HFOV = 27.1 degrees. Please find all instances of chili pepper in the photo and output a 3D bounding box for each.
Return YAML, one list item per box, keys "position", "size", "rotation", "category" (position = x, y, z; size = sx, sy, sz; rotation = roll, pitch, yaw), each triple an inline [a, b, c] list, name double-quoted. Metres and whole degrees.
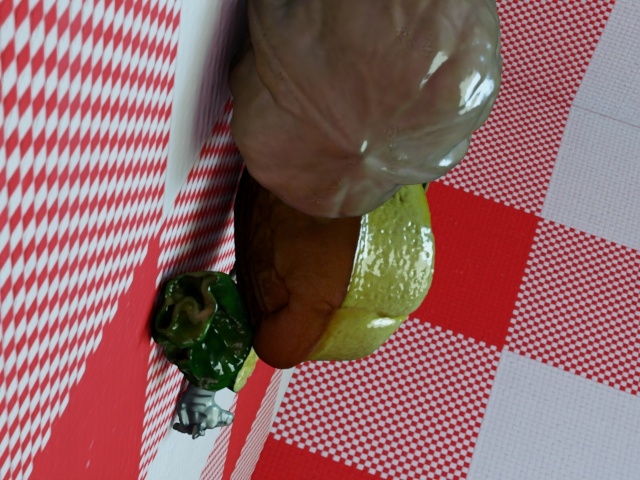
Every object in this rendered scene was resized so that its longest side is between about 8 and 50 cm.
- position: [-0.113, 0.084, 1.322]
  size: [0.099, 0.083, 0.253]
  rotation: [-59, 169, -15]
  category: "chili pepper"

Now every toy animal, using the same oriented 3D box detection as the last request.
- position: [-0.117, 0.133, 1.547]
  size: [0.176, 0.073, 0.217]
  rotation: [-53, 165, -20]
  category: "toy animal"

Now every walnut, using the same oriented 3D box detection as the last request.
- position: [0.037, -0.151, 1.159]
  size: [0.227, 0.273, 0.273]
  rotation: [64, 30, -29]
  category: "walnut"

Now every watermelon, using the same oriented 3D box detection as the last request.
- position: [-0.107, 0.139, 1.709]
  size: [0.105, 0.062, 0.105]
  rotation: [-62, 173, -14]
  category: "watermelon"

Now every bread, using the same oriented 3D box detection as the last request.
- position: [0.000, 0.000, 1.374]
  size: [0.270, 0.148, 0.269]
  rotation: [-16, -109, 59]
  category: "bread"

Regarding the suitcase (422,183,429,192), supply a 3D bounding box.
- position: [0.058, -0.120, 1.799]
  size: [0.143, 0.194, 0.234]
  rotation: [-52, 163, -46]
  category: "suitcase"
